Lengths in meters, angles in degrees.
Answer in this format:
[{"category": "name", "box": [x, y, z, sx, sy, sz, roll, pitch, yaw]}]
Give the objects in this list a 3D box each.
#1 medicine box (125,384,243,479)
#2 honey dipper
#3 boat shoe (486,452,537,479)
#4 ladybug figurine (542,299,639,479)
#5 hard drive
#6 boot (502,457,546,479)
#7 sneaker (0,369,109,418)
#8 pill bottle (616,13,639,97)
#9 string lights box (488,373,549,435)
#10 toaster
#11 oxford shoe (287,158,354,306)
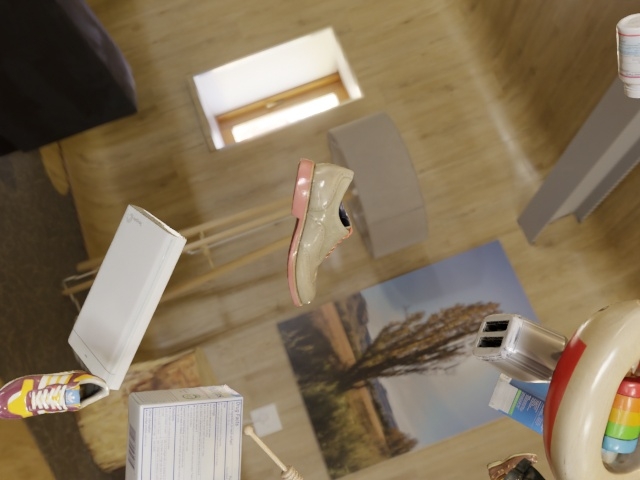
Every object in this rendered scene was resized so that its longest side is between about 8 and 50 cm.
[{"category": "medicine box", "box": [-0.371, 0.551, 1.808, 0.149, 0.290, 0.263, 5, -87, 63]}, {"category": "honey dipper", "box": [-0.094, 0.422, 1.291, 0.160, 0.030, 0.030, 51, 3, -13]}, {"category": "boat shoe", "box": [0.600, 0.708, 2.049, 0.064, 0.178, 0.060, 30, 42, -30]}, {"category": "ladybug figurine", "box": [0.565, 0.319, 1.302, 0.162, 0.305, 0.448, 30, -72, 59]}, {"category": "hard drive", "box": [-0.434, 0.116, 1.455, 0.047, 0.352, 0.233, 23, 4, -44]}, {"category": "boot", "box": [0.415, 0.481, 1.145, 0.207, 0.094, 0.246, 32, -1, 25]}, {"category": "sneaker", "box": [-0.455, 0.262, 1.123, 0.186, 0.084, 0.069, -9, 97, -48]}, {"category": "pill bottle", "box": [0.670, -0.385, 1.378, 0.087, 0.087, 0.160, -112, -179, -55]}, {"category": "string lights box", "box": [0.647, 0.494, 1.960, 0.260, 0.077, 0.133, 27, -49, 24]}, {"category": "toaster", "box": [0.456, 0.246, 1.515, 0.129, 0.147, 0.227, -67, -169, -13]}, {"category": "oxford shoe", "box": [0.000, 0.000, 1.395, 0.123, 0.130, 0.348, -84, 180, -57]}]
